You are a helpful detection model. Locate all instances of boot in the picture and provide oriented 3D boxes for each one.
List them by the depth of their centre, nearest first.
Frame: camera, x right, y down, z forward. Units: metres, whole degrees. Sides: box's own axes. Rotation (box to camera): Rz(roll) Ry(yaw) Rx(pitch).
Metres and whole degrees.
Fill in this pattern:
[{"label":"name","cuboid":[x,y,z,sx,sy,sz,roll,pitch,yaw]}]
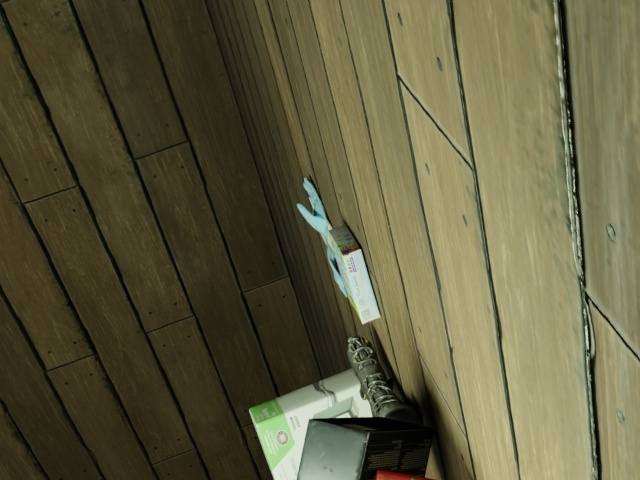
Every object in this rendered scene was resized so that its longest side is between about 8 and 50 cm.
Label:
[{"label":"boot","cuboid":[0.098,0.266,1.827,0.263,0.091,0.229,76,172,-60]}]

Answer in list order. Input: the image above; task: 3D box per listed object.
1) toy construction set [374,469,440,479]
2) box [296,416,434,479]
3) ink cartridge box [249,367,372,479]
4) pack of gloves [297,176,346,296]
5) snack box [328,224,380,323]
[{"label":"toy construction set","cuboid":[0.173,0.461,1.343,0.257,0.237,0.309,106,173,-63]},{"label":"box","cuboid":[0.063,0.357,1.521,0.261,0.103,0.184,19,-101,-63]},{"label":"ink cartridge box","cuboid":[0.018,0.394,2.114,0.115,0.272,0.198,-145,36,-76]},{"label":"pack of gloves","cuboid":[0.000,0.000,2.085,0.195,0.046,0.232,82,167,-61]},{"label":"snack box","cuboid":[0.057,0.057,1.765,0.100,0.037,0.141,-122,13,-61]}]
